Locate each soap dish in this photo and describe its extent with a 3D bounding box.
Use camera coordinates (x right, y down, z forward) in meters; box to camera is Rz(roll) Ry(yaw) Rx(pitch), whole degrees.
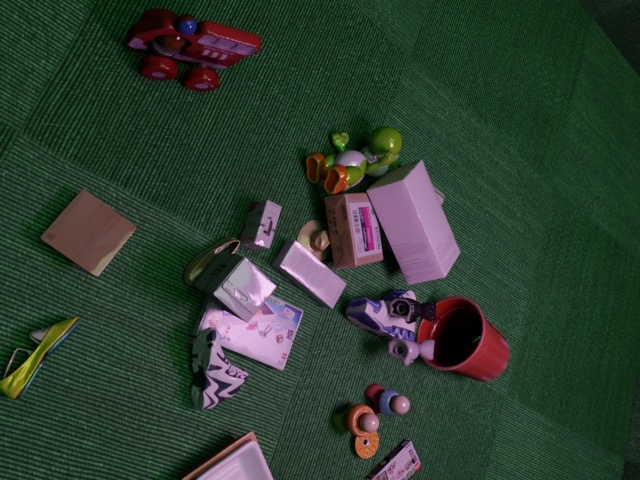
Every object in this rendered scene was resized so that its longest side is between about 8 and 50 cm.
[{"bbox_3d":[-0.237,0.704,1.642,0.229,0.118,0.290,-27,102,-35],"label":"soap dish"}]

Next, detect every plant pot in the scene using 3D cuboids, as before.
[{"bbox_3d":[0.534,0.376,2.164,0.265,0.272,0.272,33,67,-38],"label":"plant pot"}]

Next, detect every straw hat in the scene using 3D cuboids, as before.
[{"bbox_3d":[0.000,0.000,1.916,0.144,0.061,0.144,4,84,-37],"label":"straw hat"}]

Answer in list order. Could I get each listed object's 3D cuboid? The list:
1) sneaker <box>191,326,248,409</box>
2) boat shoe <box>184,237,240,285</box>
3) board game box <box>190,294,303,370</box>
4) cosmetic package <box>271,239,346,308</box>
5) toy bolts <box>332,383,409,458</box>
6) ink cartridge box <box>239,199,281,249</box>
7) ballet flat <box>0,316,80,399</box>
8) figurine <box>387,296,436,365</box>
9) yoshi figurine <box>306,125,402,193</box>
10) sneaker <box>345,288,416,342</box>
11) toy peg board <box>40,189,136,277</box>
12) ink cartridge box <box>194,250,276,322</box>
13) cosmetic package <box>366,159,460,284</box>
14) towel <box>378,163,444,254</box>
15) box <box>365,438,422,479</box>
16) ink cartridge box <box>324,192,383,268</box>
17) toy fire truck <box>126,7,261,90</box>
[{"bbox_3d":[-0.267,0.343,1.655,0.153,0.094,0.235,-4,101,-44],"label":"sneaker"},{"bbox_3d":[-0.302,0.054,1.682,0.190,0.072,0.068,-48,113,-29],"label":"boat shoe"},{"bbox_3d":[-0.206,0.237,1.747,0.305,0.053,0.193,30,70,-30],"label":"board game box"},{"bbox_3d":[-0.034,0.108,1.879,0.239,0.060,0.099,42,65,-26],"label":"cosmetic package"},{"bbox_3d":[0.192,0.587,1.941,0.228,0.158,0.218,-36,106,-33],"label":"toy bolts"},{"bbox_3d":[-0.178,-0.043,1.765,0.056,0.099,0.135,25,72,-33],"label":"ink cartridge box"},{"bbox_3d":[-0.664,0.259,1.402,0.077,0.077,0.231,37,67,-10],"label":"ballet flat"},{"bbox_3d":[0.320,0.299,1.979,0.209,0.092,0.214,9,82,-48],"label":"figurine"},{"bbox_3d":[0.137,-0.284,1.967,0.362,0.203,0.203,-23,93,-38],"label":"yoshi figurine"},{"bbox_3d":[0.225,0.230,2.033,0.315,0.127,0.182,34,63,-36],"label":"sneaker"},{"bbox_3d":[-0.578,-0.010,1.497,0.161,0.079,0.161,37,64,-11],"label":"toy peg board"},{"bbox_3d":[-0.227,0.119,1.587,0.128,0.176,0.127,45,74,-25],"label":"ink cartridge box"},{"bbox_3d":[0.321,-0.062,2.026,0.197,0.155,0.365,-41,110,-51],"label":"cosmetic package"},{"bbox_3d":[0.321,-0.089,2.177,0.248,0.038,0.324,35,68,-28],"label":"towel"},{"bbox_3d":[0.253,0.789,2.043,0.207,0.036,0.114,-31,104,-34],"label":"box"},{"bbox_3d":[0.111,-0.035,1.950,0.193,0.088,0.234,-10,91,-56],"label":"ink cartridge box"},{"bbox_3d":[-0.342,-0.529,1.594,0.302,0.254,0.169,6,82,-36],"label":"toy fire truck"}]
